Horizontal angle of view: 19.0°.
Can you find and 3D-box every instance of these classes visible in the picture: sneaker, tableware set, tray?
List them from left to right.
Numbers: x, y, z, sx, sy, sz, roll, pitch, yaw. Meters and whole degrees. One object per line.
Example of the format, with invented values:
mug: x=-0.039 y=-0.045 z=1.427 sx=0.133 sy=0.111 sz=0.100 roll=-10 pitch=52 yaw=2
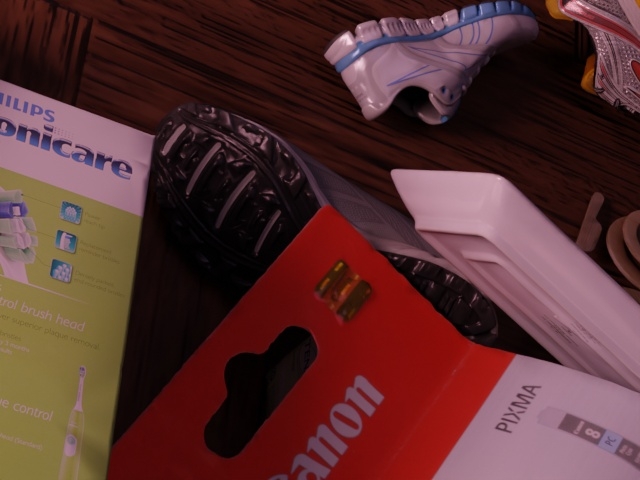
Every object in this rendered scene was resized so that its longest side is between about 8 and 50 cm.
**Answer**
sneaker: x=0.000 y=0.001 z=1.307 sx=0.271 sy=0.100 sz=0.108 roll=35 pitch=14 yaw=-1
sneaker: x=0.094 y=-0.131 z=1.464 sx=0.191 sy=0.071 sz=0.083 roll=-16 pitch=78 yaw=-30
tray: x=0.161 y=0.050 z=1.221 sx=0.270 sy=0.145 sz=0.030 roll=41 pitch=75 yaw=-21
sneaker: x=0.265 y=-0.135 z=1.571 sx=0.225 sy=0.093 sz=0.088 roll=56 pitch=11 yaw=-9
tableware set: x=0.251 y=0.035 z=1.440 sx=0.128 sy=0.039 sz=0.194 roll=31 pitch=39 yaw=-2

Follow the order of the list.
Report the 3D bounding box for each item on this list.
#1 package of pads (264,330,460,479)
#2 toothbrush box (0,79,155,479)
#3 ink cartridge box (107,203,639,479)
package of pads: x=0.102 y=0.208 z=1.224 sx=0.296 sy=0.101 sz=0.229 roll=19 pitch=53 yaw=-22
toothbrush box: x=-0.197 y=0.085 z=1.034 sx=0.122 sy=0.206 sz=0.283 roll=21 pitch=53 yaw=-21
ink cartridge box: x=0.092 y=0.170 z=1.113 sx=0.385 sy=0.091 sz=0.308 roll=43 pitch=46 yaw=-3
